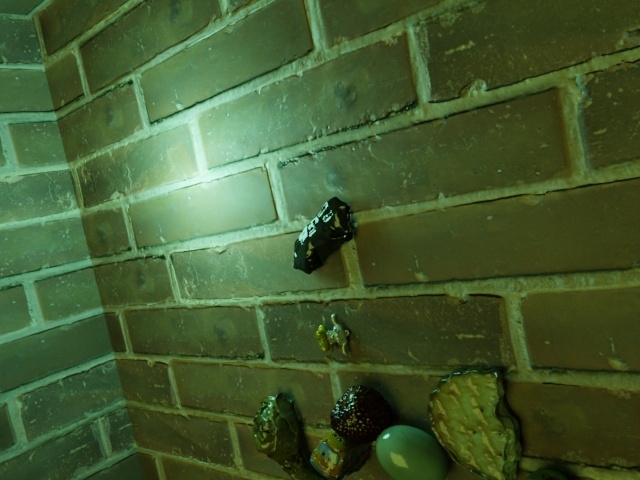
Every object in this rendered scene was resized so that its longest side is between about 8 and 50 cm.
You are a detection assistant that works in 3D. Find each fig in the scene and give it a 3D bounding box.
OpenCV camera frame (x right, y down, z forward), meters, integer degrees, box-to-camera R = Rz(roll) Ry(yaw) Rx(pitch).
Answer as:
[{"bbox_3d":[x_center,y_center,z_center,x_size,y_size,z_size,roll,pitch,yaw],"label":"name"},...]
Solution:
[{"bbox_3d":[0.596,0.706,1.581,0.149,0.149,0.245,29,141,33],"label":"fig"}]

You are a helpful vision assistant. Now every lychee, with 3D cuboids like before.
[{"bbox_3d":[0.138,0.559,1.901,0.188,0.188,0.188,12,109,39],"label":"lychee"}]

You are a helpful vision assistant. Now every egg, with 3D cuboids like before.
[{"bbox_3d":[0.273,0.649,1.793,0.231,0.168,0.168,29,122,7],"label":"egg"}]

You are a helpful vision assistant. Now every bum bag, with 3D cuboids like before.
[{"bbox_3d":[0.000,0.000,1.933,0.142,0.080,0.326,57,131,19],"label":"bum bag"}]

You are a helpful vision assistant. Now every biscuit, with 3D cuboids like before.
[{"bbox_3d":[0.454,0.502,1.673,0.329,0.078,0.335,39,124,31],"label":"biscuit"}]

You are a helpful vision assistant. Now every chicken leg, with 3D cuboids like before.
[{"bbox_3d":[-0.109,0.774,2.194,0.429,0.201,0.153,58,159,6],"label":"chicken leg"}]

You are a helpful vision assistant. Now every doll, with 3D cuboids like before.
[{"bbox_3d":[0.051,0.328,1.994,0.113,0.071,0.135,-46,76,19],"label":"doll"}]

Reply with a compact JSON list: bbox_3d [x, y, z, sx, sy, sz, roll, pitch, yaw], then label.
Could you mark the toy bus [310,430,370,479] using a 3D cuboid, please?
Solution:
[{"bbox_3d":[0.074,0.689,1.969,0.126,0.210,0.136,33,111,33],"label":"toy bus"}]
